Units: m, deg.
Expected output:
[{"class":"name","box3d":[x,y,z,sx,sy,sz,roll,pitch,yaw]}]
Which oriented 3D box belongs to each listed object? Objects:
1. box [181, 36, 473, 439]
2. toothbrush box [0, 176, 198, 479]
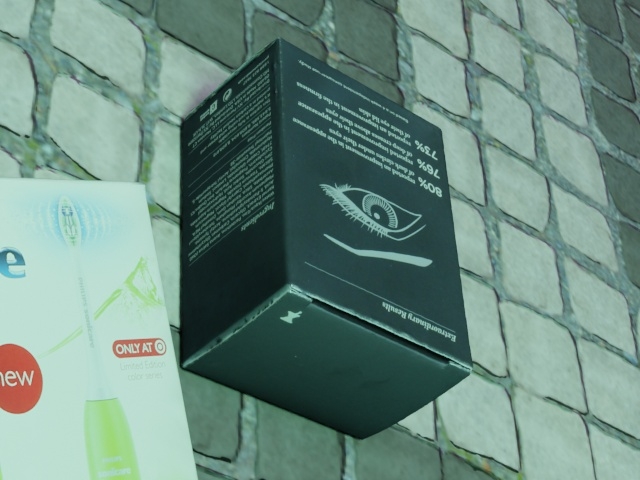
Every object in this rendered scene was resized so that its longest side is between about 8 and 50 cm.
[{"class":"box","box3d":[0.000,0.000,1.028,0.153,0.108,0.207,27,44,-32]},{"class":"toothbrush box","box3d":[-0.162,0.122,0.684,0.206,0.122,0.283,1,73,-48]}]
